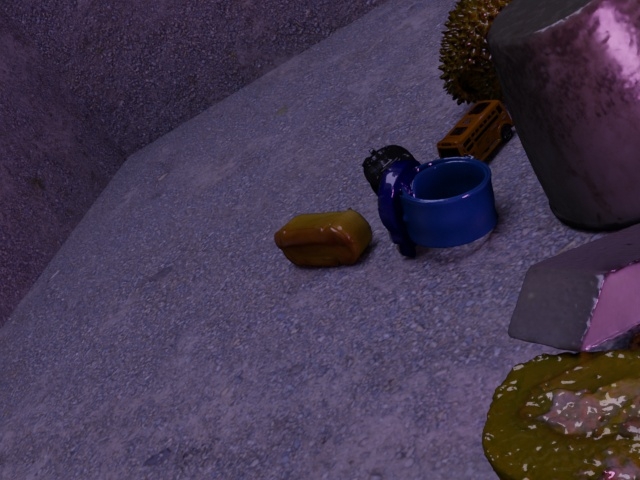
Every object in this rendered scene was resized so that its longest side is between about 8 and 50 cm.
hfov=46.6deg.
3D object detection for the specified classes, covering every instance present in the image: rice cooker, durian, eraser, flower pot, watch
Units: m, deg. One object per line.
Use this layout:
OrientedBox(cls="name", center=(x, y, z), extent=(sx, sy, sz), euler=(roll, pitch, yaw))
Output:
OrientedBox(cls="rice cooker", center=(0.158, -0.138, 1.579), extent=(0.112, 0.106, 0.165), euler=(-41, 35, 0))
OrientedBox(cls="durian", center=(0.383, -0.421, 1.619), extent=(0.293, 0.258, 0.258), euler=(-19, 30, 44))
OrientedBox(cls="eraser", center=(0.376, 0.037, 0.884), extent=(0.352, 0.077, 0.111), euler=(-17, 10, -31))
OrientedBox(cls="flower pot", center=(0.415, -0.225, 1.121), extent=(0.293, 0.330, 0.293), euler=(-32, 25, 17))
OrientedBox(cls="watch", center=(0.219, -0.070, 1.338), extent=(0.200, 0.171, 0.196), euler=(6, 45, 36))

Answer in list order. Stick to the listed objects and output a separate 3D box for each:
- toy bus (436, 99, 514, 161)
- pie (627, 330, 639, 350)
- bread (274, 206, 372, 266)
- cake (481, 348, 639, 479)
OrientedBox(cls="toy bus", center=(0.302, -0.197, 1.506), extent=(0.194, 0.088, 0.083), euler=(-47, 27, -21))
OrientedBox(cls="pie", center=(0.405, 0.129, 0.883), extent=(0.084, 0.020, 0.084), euler=(-29, 26, 16))
OrientedBox(cls="bread", center=(0.000, 0.000, 1.557), extent=(0.245, 0.102, 0.094), euler=(-3, 35, 49))
OrientedBox(cls="cake", center=(0.299, 0.209, 0.723), extent=(0.260, 0.156, 0.179), euler=(-12, 33, 40))
